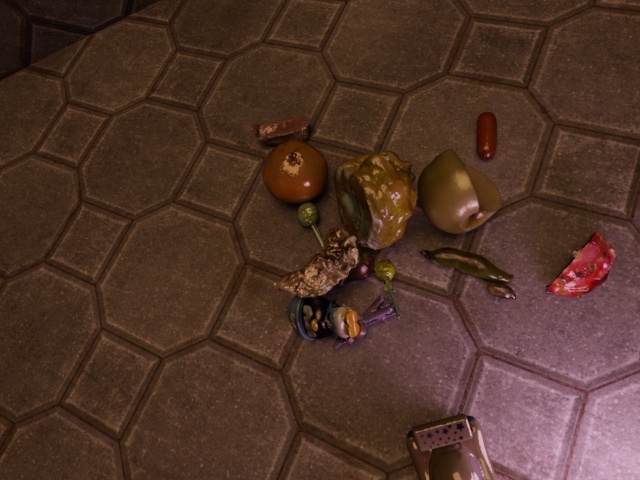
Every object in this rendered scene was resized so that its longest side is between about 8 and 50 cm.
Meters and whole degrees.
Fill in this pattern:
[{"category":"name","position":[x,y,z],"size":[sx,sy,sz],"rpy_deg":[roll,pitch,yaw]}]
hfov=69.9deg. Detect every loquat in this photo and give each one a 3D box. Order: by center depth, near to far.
[{"category":"loquat","position":[-0.099,-0.268,1.828],"size":[0.263,0.263,0.263],"rpy_deg":[-5,67,12]}]

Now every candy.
[{"category":"candy","position":[0.244,0.170,1.611],"size":[0.077,0.073,0.262],"rpy_deg":[-7,43,-2]},{"category":"candy","position":[0.000,0.000,1.791],"size":[0.093,0.092,0.335],"rpy_deg":[-26,73,-3]}]

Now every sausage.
[{"category":"sausage","position":[0.649,-0.409,1.786],"size":[0.076,0.076,0.197],"rpy_deg":[2,70,15]}]

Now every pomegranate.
[{"category":"pomegranate","position":[0.138,0.087,1.695],"size":[0.130,0.130,0.130],"rpy_deg":[-5,67,12]}]

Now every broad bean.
[{"category":"broad bean","position":[0.511,0.077,1.627],"size":[0.339,0.061,0.077],"rpy_deg":[17,81,21]}]

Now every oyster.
[{"category":"oyster","position":[-0.010,0.088,1.629],"size":[0.351,0.114,0.238],"rpy_deg":[-32,25,-15]}]

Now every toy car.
[{"category":"toy car","position":[0.398,0.688,1.314],"size":[0.242,0.226,0.335],"rpy_deg":[-18,64,7]}]

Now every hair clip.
[{"category":"hair clip","position":[0.144,0.278,1.624],"size":[0.279,0.090,0.137],"rpy_deg":[-29,55,1]}]

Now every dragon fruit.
[{"category":"dragon fruit","position":[0.866,0.086,1.478],"size":[0.274,0.161,0.126],"rpy_deg":[-45,62,-8]}]

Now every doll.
[{"category":"doll","position":[-0.007,0.271,1.601],"size":[0.314,0.141,0.177],"rpy_deg":[0,105,43]}]

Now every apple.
[{"category":"apple","position":[0.468,-0.160,1.623],"size":[0.233,0.295,0.257],"rpy_deg":[-44,61,26]}]

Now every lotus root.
[{"category":"lotus root","position":[0.620,0.173,1.565],"size":[0.099,0.054,0.049],"rpy_deg":[19,95,22]}]

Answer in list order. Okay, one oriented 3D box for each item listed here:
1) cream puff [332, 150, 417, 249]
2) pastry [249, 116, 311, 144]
[{"category":"cream puff","position":[0.222,-0.168,1.662],"size":[0.276,0.378,0.378],"rpy_deg":[-18,63,-19]},{"category":"pastry","position":[-0.170,-0.475,2.008],"size":[0.265,0.112,0.102],"rpy_deg":[-1,57,2]}]
